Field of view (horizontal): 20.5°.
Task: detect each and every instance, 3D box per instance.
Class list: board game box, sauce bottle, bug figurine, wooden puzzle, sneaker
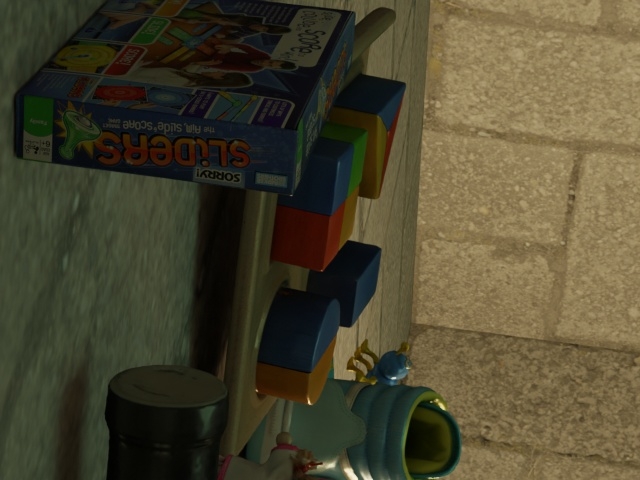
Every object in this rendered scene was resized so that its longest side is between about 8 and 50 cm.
[{"bbox_3d":[-0.062,-0.083,0.915,0.201,0.136,0.035,-67,163,-65],"label":"board game box"},{"bbox_3d":[-0.104,0.246,1.050,0.111,0.111,0.344,-61,156,-73],"label":"sauce bottle"},{"bbox_3d":[0.032,0.247,2.032,0.216,0.072,0.279,-51,-166,32],"label":"bug figurine"},{"bbox_3d":[0.000,0.000,1.489,0.322,0.081,0.347,-52,157,-66],"label":"wooden puzzle"},{"bbox_3d":[0.040,0.206,1.816,0.319,0.208,0.127,53,44,-83],"label":"sneaker"}]

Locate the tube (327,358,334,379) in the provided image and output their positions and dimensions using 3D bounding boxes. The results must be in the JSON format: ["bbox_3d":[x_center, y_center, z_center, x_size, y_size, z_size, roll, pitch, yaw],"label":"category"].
[{"bbox_3d":[-0.010,0.072,1.972,0.080,0.052,0.207,-88,177,-77],"label":"tube"}]

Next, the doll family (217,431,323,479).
[{"bbox_3d":[-0.051,0.276,1.285,0.118,0.163,0.263,87,12,-57],"label":"doll family"}]
